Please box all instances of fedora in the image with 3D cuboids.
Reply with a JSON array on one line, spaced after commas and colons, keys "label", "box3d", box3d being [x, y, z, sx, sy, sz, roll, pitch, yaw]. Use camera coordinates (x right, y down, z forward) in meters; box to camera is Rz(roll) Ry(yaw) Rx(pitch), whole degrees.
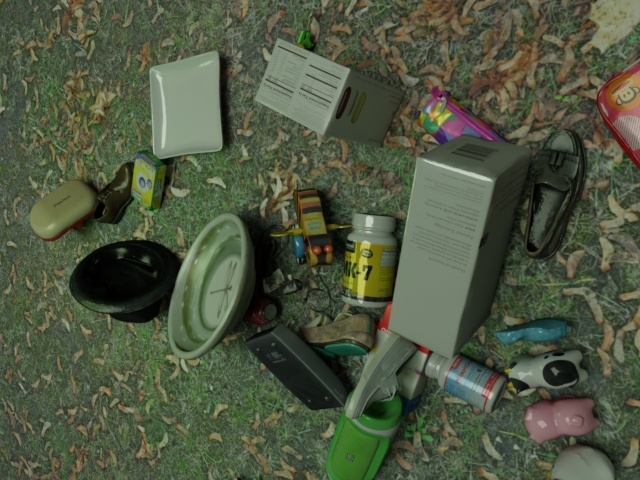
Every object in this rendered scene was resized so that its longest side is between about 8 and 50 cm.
[{"label": "fedora", "box3d": [-0.571, 0.142, 1.791, 0.334, 0.334, 0.152, 23, 137, 30]}]

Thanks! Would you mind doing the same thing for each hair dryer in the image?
[{"label": "hair dryer", "box3d": [-0.162, 0.118, 1.617, 0.293, 0.080, 0.223, -39, 50, 26]}]

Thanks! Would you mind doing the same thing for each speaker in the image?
[{"label": "speaker", "box3d": [0.095, 0.452, 1.366, 0.131, 0.131, 0.296, 36, 133, 26]}]

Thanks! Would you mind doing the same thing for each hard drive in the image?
[{"label": "hard drive", "box3d": [-0.057, 0.311, 1.469, 0.254, 0.054, 0.172, 47, 145, -10]}]

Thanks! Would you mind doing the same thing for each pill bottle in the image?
[{"label": "pill bottle", "box3d": [0.116, 0.043, 1.394, 0.119, 0.119, 0.208, 8, 96, 32]}, {"label": "pill bottle", "box3d": [0.312, 0.298, 1.296, 0.160, 0.087, 0.087, 24, 104, 29]}]

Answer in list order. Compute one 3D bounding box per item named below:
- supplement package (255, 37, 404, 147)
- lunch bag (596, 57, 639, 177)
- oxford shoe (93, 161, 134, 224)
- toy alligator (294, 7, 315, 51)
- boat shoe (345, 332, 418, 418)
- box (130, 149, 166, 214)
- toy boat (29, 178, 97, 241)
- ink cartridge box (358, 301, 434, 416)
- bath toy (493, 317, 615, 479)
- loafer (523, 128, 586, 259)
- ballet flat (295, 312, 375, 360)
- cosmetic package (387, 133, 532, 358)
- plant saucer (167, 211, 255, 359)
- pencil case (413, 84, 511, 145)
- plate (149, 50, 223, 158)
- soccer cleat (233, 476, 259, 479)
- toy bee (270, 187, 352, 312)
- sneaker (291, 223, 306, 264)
[{"label": "supplement package", "box3d": [0.027, -0.324, 1.351, 0.204, 0.262, 0.145, 32, 108, 27]}, {"label": "lunch bag", "box3d": [0.666, -0.234, 1.038, 0.293, 0.120, 0.258, -36, 77, 30]}, {"label": "oxford shoe", "box3d": [-0.649, -0.147, 1.890, 0.083, 0.096, 0.227, 39, 110, 27]}, {"label": "toy alligator", "box3d": [-0.041, -0.486, 1.517, 0.051, 0.056, 0.189, 25, 109, -14]}, {"label": "boat shoe", "box3d": [0.135, 0.288, 1.254, 0.081, 0.227, 0.079, 29, 144, 17]}, {"label": "box", "box3d": [-0.525, -0.172, 1.822, 0.105, 0.043, 0.179, 36, 128, 27]}, {"label": "toy boat", "box3d": [-0.834, -0.083, 1.988, 0.231, 0.151, 0.151, -39, 65, -18]}, {"label": "ink cartridge box", "box3d": [0.188, 0.264, 1.379, 0.134, 0.078, 0.231, 25, 105, 29]}, {"label": "bath toy", "box3d": [0.455, 0.335, 1.184, 0.151, 0.129, 0.348, -35, 69, 64]}, {"label": "loafer", "box3d": [0.459, -0.090, 1.188, 0.096, 0.084, 0.267, 14, 99, 32]}, {"label": "ballet flat", "box3d": [0.026, 0.232, 1.463, 0.316, 0.108, 0.106, -16, 49, 49]}, {"label": "cosmetic package", "box3d": [0.268, 0.008, 1.180, 0.156, 0.217, 0.384, 21, 123, 29]}, {"label": "plant saucer", "box3d": [-0.270, 0.127, 1.591, 0.400, 0.101, 0.400, -33, 45, 41]}, {"label": "pencil case", "box3d": [0.309, -0.219, 1.268, 0.236, 0.104, 0.104, 45, 114, 19]}, {"label": "plate", "box3d": [-0.381, -0.383, 1.739, 0.278, 0.045, 0.277, -2, 92, 33]}, {"label": "soccer cleat", "box3d": [-0.245, 0.704, 1.685, 0.196, 0.068, 0.076, -14, 79, 25]}, {"label": "toy bee", "box3d": [0.000, 0.000, 1.441, 0.195, 0.162, 0.298, -29, 82, -15]}, {"label": "sneaker", "box3d": [-0.052, 0.009, 1.553, 0.044, 0.040, 0.109, 1, 89, 49]}]
